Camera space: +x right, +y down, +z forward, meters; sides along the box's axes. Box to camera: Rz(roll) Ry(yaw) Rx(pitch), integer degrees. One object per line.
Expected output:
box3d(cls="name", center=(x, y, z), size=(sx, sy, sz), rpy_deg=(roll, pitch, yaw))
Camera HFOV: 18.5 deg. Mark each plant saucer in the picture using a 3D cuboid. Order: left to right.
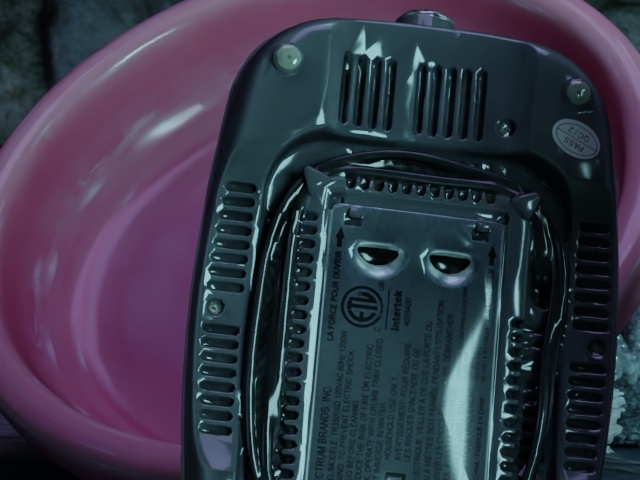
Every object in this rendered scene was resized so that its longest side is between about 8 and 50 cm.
box3d(cls="plant saucer", center=(0.000, 0.000, 0.907), size=(0.332, 0.084, 0.332), rpy_deg=(-11, 44, 10))

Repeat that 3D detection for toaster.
box3d(cls="toaster", center=(0.019, 0.048, 0.633), size=(0.129, 0.227, 0.146), rpy_deg=(5, -12, -5))

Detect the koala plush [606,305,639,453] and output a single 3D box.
box3d(cls="koala plush", center=(0.109, 0.047, 1.000), size=(0.196, 0.203, 0.221), rpy_deg=(-3, 21, 38))
